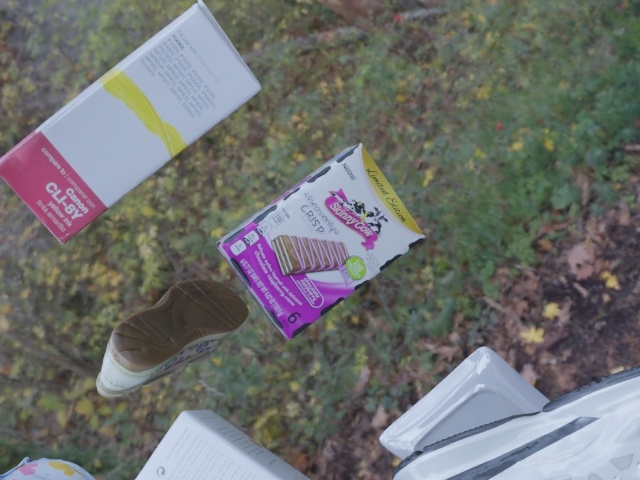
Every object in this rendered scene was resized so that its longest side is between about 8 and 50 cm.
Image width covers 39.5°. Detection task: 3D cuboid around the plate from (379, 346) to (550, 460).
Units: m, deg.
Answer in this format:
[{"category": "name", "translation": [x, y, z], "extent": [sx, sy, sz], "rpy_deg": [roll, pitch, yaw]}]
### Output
[{"category": "plate", "translation": [0.294, 0.365, 1.600], "extent": [0.278, 0.277, 0.045], "rpy_deg": [-46, 11, 19]}]

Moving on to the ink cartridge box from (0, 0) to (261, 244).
[{"category": "ink cartridge box", "translation": [-0.290, -0.196, 1.407], "extent": [0.385, 0.160, 0.279], "rpy_deg": [-37, 15, 3]}]

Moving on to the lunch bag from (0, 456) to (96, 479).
[{"category": "lunch bag", "translation": [-0.116, 0.136, 0.384], "extent": [0.053, 0.083, 0.071], "rpy_deg": [-43, -5, 6]}]

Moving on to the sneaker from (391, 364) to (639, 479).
[{"category": "sneaker", "translation": [0.339, 0.323, 1.103], "extent": [0.169, 0.448, 0.257], "rpy_deg": [69, 179, -67]}]

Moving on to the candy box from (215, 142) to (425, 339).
[{"category": "candy box", "translation": [0.000, 0.000, 1.195], "extent": [0.233, 0.159, 0.071], "rpy_deg": [-37, 9, -10]}]

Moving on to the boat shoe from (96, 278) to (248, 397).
[{"category": "boat shoe", "translation": [-0.208, 0.133, 1.262], "extent": [0.104, 0.285, 0.089], "rpy_deg": [44, 120, 15]}]

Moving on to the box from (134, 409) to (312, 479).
[{"category": "box", "translation": [-0.067, 0.383, 1.153], "extent": [0.168, 0.345, 0.215], "rpy_deg": [-56, -8, -8]}]
